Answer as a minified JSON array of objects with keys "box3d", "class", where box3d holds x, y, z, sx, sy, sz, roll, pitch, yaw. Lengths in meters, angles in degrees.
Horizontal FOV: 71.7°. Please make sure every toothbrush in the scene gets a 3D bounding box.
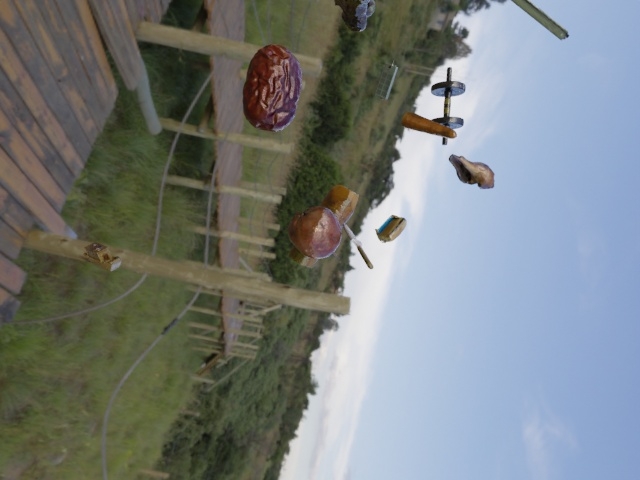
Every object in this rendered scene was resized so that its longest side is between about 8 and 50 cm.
[{"box3d":[0.385,-0.501,0.896,0.028,0.294,0.026,-54,-179,-32],"class":"toothbrush"}]

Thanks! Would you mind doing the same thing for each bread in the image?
[{"box3d":[0.236,-0.036,1.470,0.106,0.072,0.053,-46,131,-21],"class":"bread"}]

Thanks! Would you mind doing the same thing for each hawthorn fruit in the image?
[{"box3d":[-0.001,-0.014,1.239,0.149,0.189,0.149,-45,176,-5],"class":"hawthorn fruit"}]

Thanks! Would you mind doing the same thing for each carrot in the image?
[{"box3d":[0.014,-0.050,1.508,0.301,0.114,0.114,-55,-176,7],"class":"carrot"},{"box3d":[0.383,-0.392,1.534,0.061,0.210,0.061,-30,137,-34],"class":"carrot"}]

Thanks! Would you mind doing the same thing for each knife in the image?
[{"box3d":[0.102,0.007,1.243,0.022,0.046,0.256,-44,-153,10],"class":"knife"}]

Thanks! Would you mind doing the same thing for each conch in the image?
[{"box3d":[0.505,-0.231,1.478,0.080,0.233,0.086,-91,-154,-50],"class":"conch"}]

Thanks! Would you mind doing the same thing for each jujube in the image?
[{"box3d":[-0.146,-0.459,1.345,0.174,0.174,0.250,131,-34,-88],"class":"jujube"}]

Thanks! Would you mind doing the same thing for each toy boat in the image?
[{"box3d":[-0.764,0.054,1.549,0.057,0.201,0.077,-38,130,-40],"class":"toy boat"}]

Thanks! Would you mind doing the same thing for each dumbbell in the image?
[{"box3d":[0.535,-0.566,1.867,0.143,0.144,0.324,-104,-163,-88],"class":"dumbbell"}]

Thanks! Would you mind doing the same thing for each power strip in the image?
[{"box3d":[0.235,-0.569,1.567,0.019,0.051,0.136,-23,139,-49],"class":"power strip"}]

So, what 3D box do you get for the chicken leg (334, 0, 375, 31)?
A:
[{"box3d":[0.069,-0.513,0.759,0.140,0.211,0.361,-47,-166,-16],"class":"chicken leg"}]
